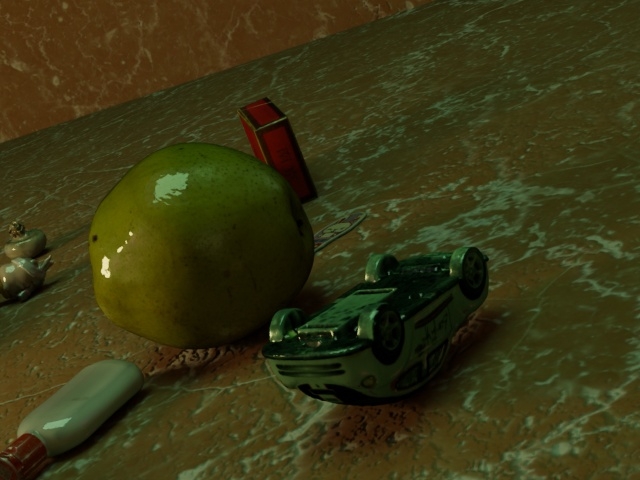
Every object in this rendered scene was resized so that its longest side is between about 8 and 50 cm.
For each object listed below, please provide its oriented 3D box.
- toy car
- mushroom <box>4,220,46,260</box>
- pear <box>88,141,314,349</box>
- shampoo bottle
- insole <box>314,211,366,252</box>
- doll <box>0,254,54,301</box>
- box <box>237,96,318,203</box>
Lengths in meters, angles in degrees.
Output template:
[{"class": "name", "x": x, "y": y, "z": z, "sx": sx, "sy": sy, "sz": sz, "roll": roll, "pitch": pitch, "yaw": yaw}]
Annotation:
[{"class": "toy car", "x": 0.073, "y": 0.096, "z": 1.328, "sx": 0.136, "sy": 0.125, "sz": 0.306, "roll": -6, "pitch": 13, "yaw": 38}, {"class": "mushroom", "x": -0.582, "y": -0.003, "z": 2.448, "sx": 0.085, "sy": 0.079, "sz": 0.085, "roll": -22, "pitch": 15, "yaw": 6}, {"class": "pear", "x": -0.152, "y": 0.005, "z": 1.624, "sx": 0.294, "sy": 0.294, "sz": 0.294, "roll": -19, "pitch": 17, "yaw": 6}, {"class": "shampoo bottle", "x": -0.311, "y": 0.218, "z": 1.520, "sx": 0.108, "sy": 0.051, "sz": 0.221, "roll": -6, "pitch": 22, "yaw": 34}, {"class": "insole", "x": 0.000, "y": 0.000, "z": 1.895, "sx": 0.065, "sy": 0.004, "sz": 0.197, "roll": -1, "pitch": 26, "yaw": 47}, {"class": "doll", "x": -0.523, "y": 0.071, "z": 2.200, "sx": 0.127, "sy": 0.073, "sz": 0.084, "roll": -26, "pitch": 51, "yaw": -2}, {"class": "box", "x": -0.078, "y": -0.158, "z": 2.211, "sx": 0.074, "sy": 0.153, "sz": 0.240, "roll": -27, "pitch": 18, "yaw": -4}]
